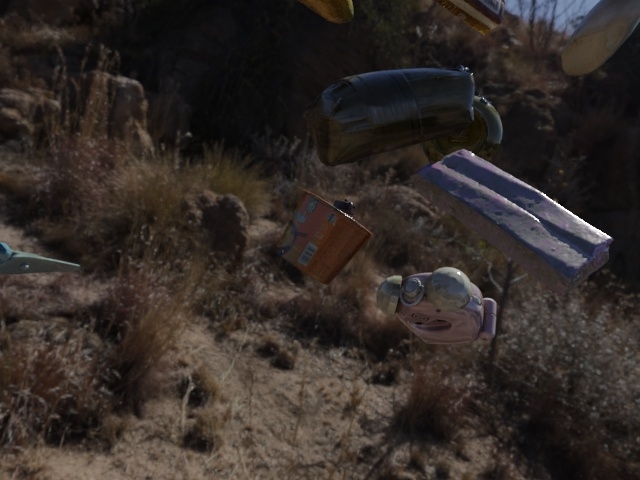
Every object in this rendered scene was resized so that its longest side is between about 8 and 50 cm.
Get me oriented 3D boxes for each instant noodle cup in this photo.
[{"bbox_3d":[0.000,0.000,1.436,0.230,0.182,0.230,32,0,0],"label":"instant noodle cup"}]

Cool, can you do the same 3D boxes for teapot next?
[{"bbox_3d":[0.320,-0.249,1.214,0.173,0.269,0.182,1,6,21],"label":"teapot"},{"bbox_3d":[0.074,-0.103,1.624,0.068,0.045,0.100,18,-7,-19],"label":"teapot"}]

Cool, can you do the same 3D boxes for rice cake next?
[{"bbox_3d":[0.261,-0.040,0.763,0.106,0.050,0.298,-27,45,-18],"label":"rice cake"}]

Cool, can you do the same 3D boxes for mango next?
[{"bbox_3d":[-0.028,-0.560,1.107,0.177,0.119,0.317,22,-7,37],"label":"mango"}]

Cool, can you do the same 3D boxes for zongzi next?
[{"bbox_3d":[0.104,-0.245,0.997,0.286,0.138,0.300,-15,19,-8],"label":"zongzi"}]

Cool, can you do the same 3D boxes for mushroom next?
[{"bbox_3d":[0.774,-0.584,1.404,0.128,0.350,0.128,37,22,-18],"label":"mushroom"}]

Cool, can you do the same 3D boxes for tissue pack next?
[{"bbox_3d":[0.460,-0.767,1.654,0.226,0.183,0.092,22,-24,-20],"label":"tissue pack"}]

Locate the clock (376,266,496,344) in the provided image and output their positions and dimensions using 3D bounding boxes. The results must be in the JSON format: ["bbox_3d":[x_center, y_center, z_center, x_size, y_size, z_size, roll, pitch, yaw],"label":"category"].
[{"bbox_3d":[0.391,0.220,1.825,0.342,0.184,0.326,-19,-45,39],"label":"clock"}]

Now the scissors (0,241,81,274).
[{"bbox_3d":[-0.511,0.036,0.879,0.029,0.193,0.447,50,0,7],"label":"scissors"}]
